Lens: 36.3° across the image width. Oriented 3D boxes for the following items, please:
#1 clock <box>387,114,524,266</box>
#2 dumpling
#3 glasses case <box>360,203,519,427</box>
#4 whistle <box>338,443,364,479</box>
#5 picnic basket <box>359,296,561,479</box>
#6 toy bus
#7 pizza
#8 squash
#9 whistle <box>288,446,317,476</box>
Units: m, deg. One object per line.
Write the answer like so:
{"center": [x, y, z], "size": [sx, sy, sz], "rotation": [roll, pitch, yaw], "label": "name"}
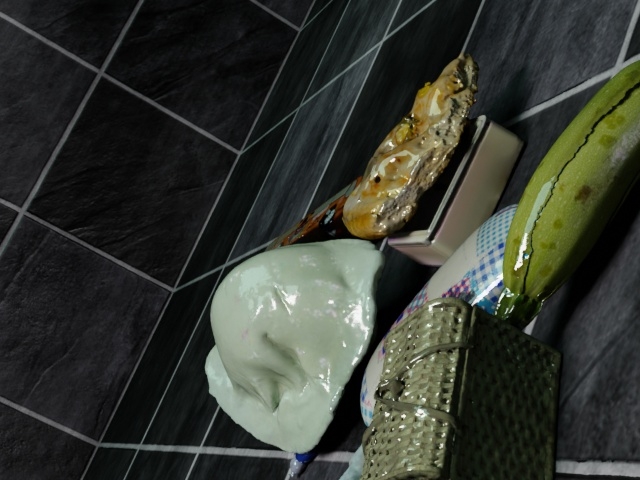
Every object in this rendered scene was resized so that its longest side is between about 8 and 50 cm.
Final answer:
{"center": [0.179, -0.063, 1.318], "size": [0.192, 0.071, 0.147], "rotation": [-63, 15, -9], "label": "clock"}
{"center": [-0.022, 0.133, 1.390], "size": [0.211, 0.270, 0.321], "rotation": [-32, -27, -32], "label": "dumpling"}
{"center": [0.149, 0.095, 1.127], "size": [0.327, 0.076, 0.125], "rotation": [-52, 21, 26], "label": "glasses case"}
{"center": [-0.001, 0.359, 1.052], "size": [0.133, 0.142, 0.346], "rotation": [-12, 39, 58], "label": "whistle"}
{"center": [0.123, 0.176, 0.928], "size": [0.134, 0.154, 0.196], "rotation": [-42, 24, 46], "label": "picnic basket"}
{"center": [0.000, 0.000, 1.715], "size": [0.409, 0.093, 0.092], "rotation": [-32, 25, 58], "label": "toy bus"}
{"center": [0.129, -0.127, 1.320], "size": [0.297, 0.071, 0.189], "rotation": [-53, 12, 3], "label": "pizza"}
{"center": [0.257, -0.050, 0.983], "size": [0.341, 0.094, 0.094], "rotation": [-55, 16, -2], "label": "squash"}
{"center": [-0.022, 0.301, 1.382], "size": [0.083, 0.029, 0.033], "rotation": [-61, -6, 24], "label": "whistle"}
